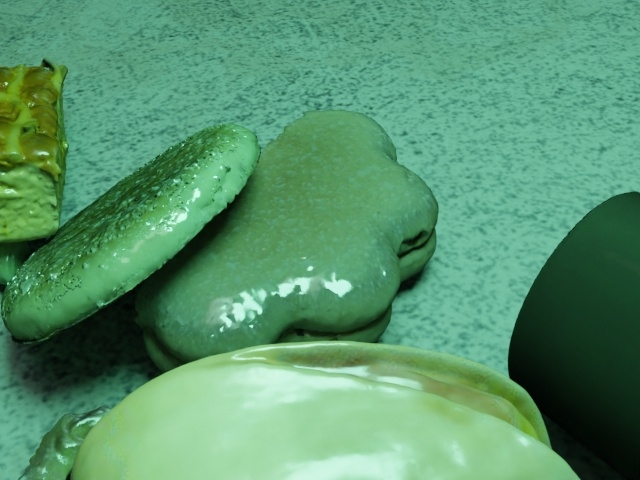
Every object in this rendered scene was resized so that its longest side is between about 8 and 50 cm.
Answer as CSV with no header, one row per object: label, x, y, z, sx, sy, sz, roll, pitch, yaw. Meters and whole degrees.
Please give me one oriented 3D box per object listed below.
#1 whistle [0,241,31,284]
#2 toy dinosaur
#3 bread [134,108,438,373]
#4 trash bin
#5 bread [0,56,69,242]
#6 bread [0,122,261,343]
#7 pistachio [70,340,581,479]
whistle,-0.400,0.007,0.735,0.257,0.067,0.126,6,41,7
toy dinosaur,-0.268,0.193,0.541,0.251,0.072,0.200,-16,33,4
bread,-0.002,0.003,0.688,0.183,0.102,0.337,19,46,20
trash bin,0.296,0.111,0.469,0.214,0.214,0.333,-31,46,-26
bread,-0.338,-0.095,0.759,0.184,0.114,0.275,-5,29,-13
bread,-0.163,-0.016,0.662,0.267,0.040,0.267,-31,21,13
pistachio,0.004,0.152,0.465,0.299,0.188,0.188,-3,43,-1
